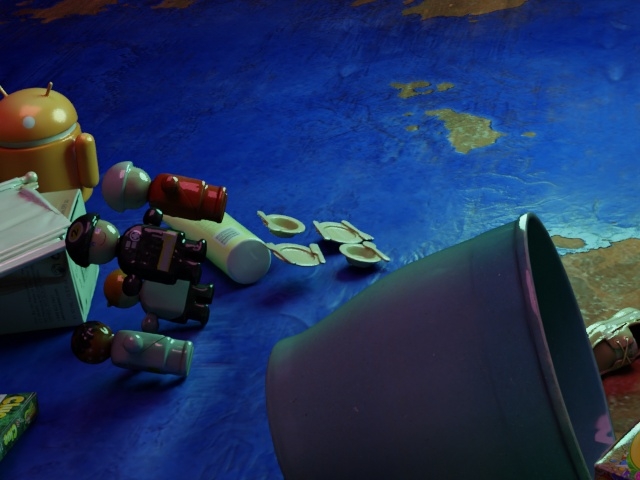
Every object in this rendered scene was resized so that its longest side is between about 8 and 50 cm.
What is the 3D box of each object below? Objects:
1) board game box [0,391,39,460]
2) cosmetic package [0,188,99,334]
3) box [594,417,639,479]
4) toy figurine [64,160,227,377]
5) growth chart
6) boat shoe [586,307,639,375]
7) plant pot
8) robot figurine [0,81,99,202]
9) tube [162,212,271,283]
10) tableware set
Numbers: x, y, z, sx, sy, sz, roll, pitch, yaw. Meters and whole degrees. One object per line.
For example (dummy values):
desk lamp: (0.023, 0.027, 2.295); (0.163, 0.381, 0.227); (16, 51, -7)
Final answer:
board game box: (-0.386, 0.215, 1.329); (0.136, 0.030, 0.259); (-7, 14, 9)
cosmetic package: (-0.440, 0.035, 1.656); (0.296, 0.129, 0.153); (-8, 28, 1)
box: (0.334, 0.248, 0.798); (0.279, 0.289, 0.177); (15, 34, 40)
toy figurine: (-0.199, 0.035, 1.490); (0.148, 0.209, 0.213); (11, 31, 1)
growth chart: (-0.386, -0.014, 1.574); (0.172, 0.021, 0.237); (-21, 31, -20)
boat shoe: (0.308, 0.107, 1.377); (0.045, 0.050, 0.135); (9, 30, 43)
plant pot: (0.101, 0.142, 1.154); (0.255, 0.271, 0.271); (-18, 22, 17)
robot figurine: (-0.392, -0.117, 1.853); (0.128, 0.219, 0.158); (-19, 28, -23)
tube: (-0.137, -0.007, 1.748); (0.062, 0.070, 0.240); (-53, 32, -2)
tableware set: (0.000, 0.000, 1.680); (0.169, 0.020, 0.141); (3, 24, -26)
